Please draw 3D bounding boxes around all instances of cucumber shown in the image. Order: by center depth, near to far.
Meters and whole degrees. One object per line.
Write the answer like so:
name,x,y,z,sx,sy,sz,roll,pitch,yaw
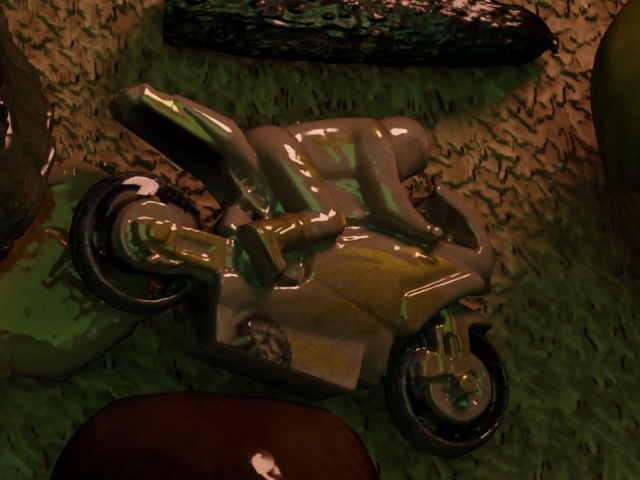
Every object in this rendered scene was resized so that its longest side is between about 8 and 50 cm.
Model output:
cucumber,0.034,-0.158,1.323,0.294,0.067,0.067,5,82,-6

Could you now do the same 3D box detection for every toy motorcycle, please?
toy motorcycle,0.000,0.000,1.255,0.341,0.108,0.223,24,70,-21

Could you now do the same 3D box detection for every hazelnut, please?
hazelnut,-0.074,0.203,1.204,0.229,0.229,0.229,1,82,-6

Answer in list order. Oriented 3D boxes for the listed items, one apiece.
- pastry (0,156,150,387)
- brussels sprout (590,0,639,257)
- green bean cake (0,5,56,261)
pastry,-0.192,0.018,1.262,0.166,0.088,0.165,2,79,-8
brussels sprout,0.336,-0.073,1.254,0.328,0.247,0.328,0,97,-4
green bean cake,-0.295,-0.070,1.203,0.227,0.125,0.222,-18,55,3
